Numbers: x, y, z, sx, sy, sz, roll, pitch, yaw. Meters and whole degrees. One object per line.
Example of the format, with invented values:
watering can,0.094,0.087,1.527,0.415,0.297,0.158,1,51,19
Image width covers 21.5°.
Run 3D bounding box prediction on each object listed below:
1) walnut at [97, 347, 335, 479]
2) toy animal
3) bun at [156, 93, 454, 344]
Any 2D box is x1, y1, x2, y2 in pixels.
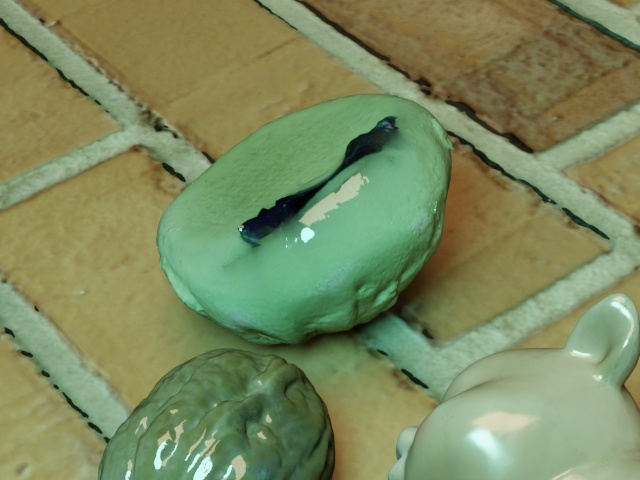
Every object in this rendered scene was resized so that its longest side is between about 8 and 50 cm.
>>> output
walnut,-0.077,0.179,1.383,0.178,0.178,0.230,13,38,22
toy animal,0.206,0.212,1.275,0.326,0.237,0.269,15,53,17
bun,0.000,0.000,1.579,0.293,0.187,0.293,-23,22,10
